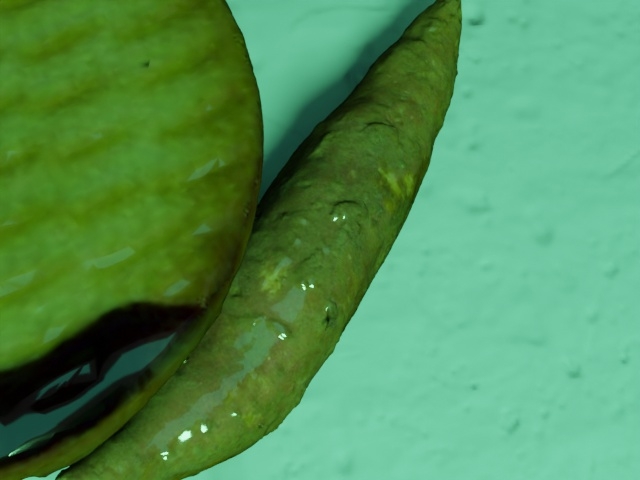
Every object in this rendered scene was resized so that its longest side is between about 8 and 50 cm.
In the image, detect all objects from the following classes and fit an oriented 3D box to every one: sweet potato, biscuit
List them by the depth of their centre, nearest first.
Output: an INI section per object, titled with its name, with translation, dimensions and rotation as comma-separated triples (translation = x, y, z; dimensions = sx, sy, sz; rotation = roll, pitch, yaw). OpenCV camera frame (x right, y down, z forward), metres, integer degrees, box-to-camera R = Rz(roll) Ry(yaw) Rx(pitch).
[biscuit]
translation = -0.180, -0.040, 0.565
dimensions = 0.317, 0.040, 0.318
rotation = 3, 62, -6
[sweet potato]
translation = 0.000, 0.000, 0.607
dimensions = 0.072, 0.066, 0.314
rotation = 14, 58, 37
